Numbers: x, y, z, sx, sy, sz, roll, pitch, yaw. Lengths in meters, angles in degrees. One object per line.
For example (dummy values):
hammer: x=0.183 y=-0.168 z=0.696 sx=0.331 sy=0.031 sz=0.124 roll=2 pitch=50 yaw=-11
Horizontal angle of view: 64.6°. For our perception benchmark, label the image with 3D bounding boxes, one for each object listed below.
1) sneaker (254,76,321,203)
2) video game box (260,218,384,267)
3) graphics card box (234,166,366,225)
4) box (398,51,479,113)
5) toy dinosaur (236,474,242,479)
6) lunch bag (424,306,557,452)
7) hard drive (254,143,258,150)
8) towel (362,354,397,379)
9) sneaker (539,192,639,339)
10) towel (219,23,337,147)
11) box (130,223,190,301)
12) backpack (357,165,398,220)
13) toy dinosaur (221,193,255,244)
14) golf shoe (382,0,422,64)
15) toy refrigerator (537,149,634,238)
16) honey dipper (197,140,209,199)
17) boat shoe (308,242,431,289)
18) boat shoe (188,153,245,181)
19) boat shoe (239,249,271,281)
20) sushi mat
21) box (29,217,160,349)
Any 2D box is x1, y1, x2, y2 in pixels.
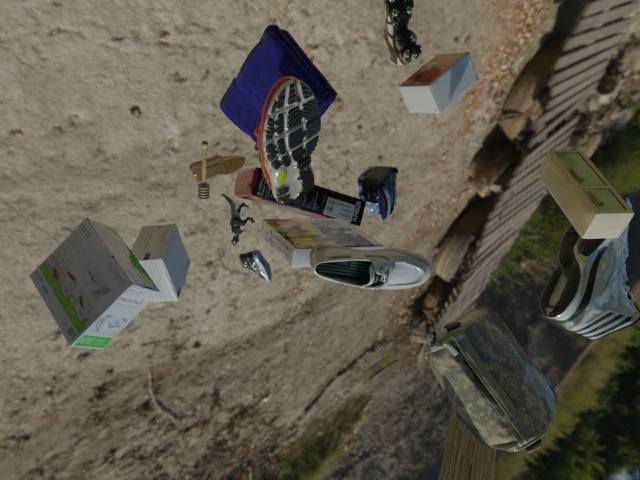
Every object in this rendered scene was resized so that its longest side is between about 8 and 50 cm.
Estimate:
sneaker: x=-0.076 y=-0.176 z=0.880 sx=0.107 sy=0.118 sz=0.279 roll=-26 pitch=154 yaw=-21
video game box: x=0.000 y=0.000 z=1.070 sx=0.205 sy=0.187 sz=0.048 roll=-2 pitch=108 yaw=-27
graphics card box: x=-0.069 y=-0.135 z=1.611 sx=0.371 sy=0.233 sz=0.094 roll=14 pitch=88 yaw=-23
box: x=0.332 y=-0.442 z=1.423 sx=0.170 sy=0.130 sz=0.091 roll=-42 pitch=121 yaw=-16
toy dinosaur: x=-0.142 y=0.500 z=1.025 sx=0.090 sy=0.047 sz=0.082 roll=-12 pitch=127 yaw=-19
lunch bag: x=0.386 y=0.310 z=1.167 sx=0.213 sy=0.305 sz=0.256 roll=-35 pitch=167 yaw=8
hard drive: x=-0.141 y=-0.305 z=1.611 sx=0.094 sy=0.135 sz=0.022 roll=10 pitch=79 yaw=-28
towel: x=0.144 y=0.306 z=1.223 sx=0.083 sy=0.009 sz=0.060 roll=-32 pitch=-174 yaw=-10
sneaker: x=0.866 y=0.094 z=1.540 sx=0.447 sy=0.258 sz=0.169 roll=-59 pitch=-167 yaw=-8
towel: x=-0.108 y=-0.348 z=1.244 sx=0.076 sy=0.227 sz=0.308 roll=-46 pitch=-174 yaw=-38
box: x=-0.507 y=0.071 z=1.600 sx=0.119 sy=0.181 sz=0.181 roll=-5 pitch=128 yaw=5
backpack: x=0.209 y=-0.167 z=1.826 sx=0.158 sy=0.117 sz=0.173 roll=-49 pitch=139 yaw=-44
toy dinosaur: x=-0.353 y=-0.099 z=2.196 sx=0.118 sy=0.064 sz=0.268 roll=-33 pitch=132 yaw=-37
golf shoe: x=0.237 y=-0.702 z=1.627 sx=0.105 sy=0.120 sz=0.272 roll=-17 pitch=105 yaw=-25
toy refrigerator: x=0.682 y=-0.130 z=1.318 sx=0.102 sy=0.269 sz=0.094 roll=-1 pitch=134 yaw=-7
honey dipper: x=-0.294 y=-0.178 z=1.280 sx=0.031 sy=0.030 sz=0.160 roll=-25 pitch=137 yaw=-41
boat shoe: x=0.091 y=0.059 z=0.908 sx=0.075 sy=0.227 sz=0.083 roll=-91 pitch=-174 yaw=-66
boat shoe: x=-0.306 y=-0.227 z=1.492 sx=0.170 sy=0.059 sz=0.063 roll=-21 pitch=149 yaw=-30
boat shoe: x=-0.262 y=0.105 z=2.058 sx=0.083 sy=0.065 sz=0.183 roll=-9 pitch=136 yaw=14
sushi mat: x=0.352 y=0.580 z=1.219 sx=0.019 sy=0.151 sz=0.316 roll=-49 pitch=-178 yaw=35
box: x=-0.604 y=0.113 z=1.350 sx=0.231 sy=0.262 sz=0.127 roll=-45 pitch=156 yaw=2
